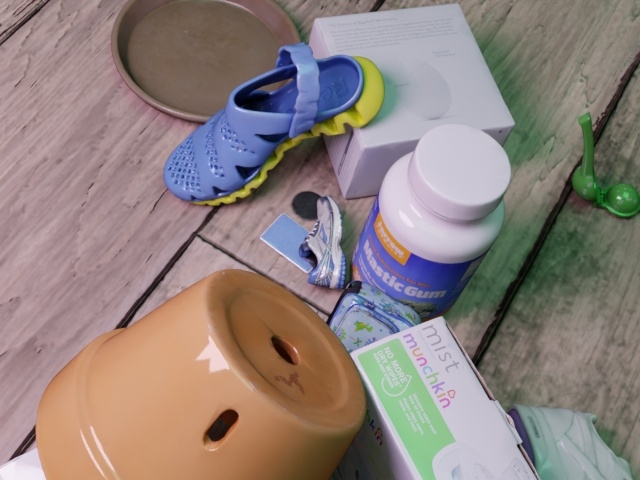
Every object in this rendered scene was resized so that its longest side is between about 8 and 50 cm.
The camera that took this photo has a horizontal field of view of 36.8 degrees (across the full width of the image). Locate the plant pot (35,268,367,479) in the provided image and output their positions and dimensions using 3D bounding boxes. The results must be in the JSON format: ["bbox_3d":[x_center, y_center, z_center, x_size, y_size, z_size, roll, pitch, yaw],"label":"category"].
[{"bbox_3d":[-0.093,0.165,0.930,0.290,0.203,0.291,37,22,-18],"label":"plant pot"}]

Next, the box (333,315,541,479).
[{"bbox_3d":[0.118,0.255,1.037,0.126,0.231,0.262,-19,66,-21],"label":"box"}]

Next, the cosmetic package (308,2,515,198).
[{"bbox_3d":[0.116,-0.199,1.357,0.223,0.138,0.225,-9,64,-16],"label":"cosmetic package"}]

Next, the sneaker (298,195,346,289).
[{"bbox_3d":[0.000,0.000,1.260,0.058,0.052,0.135,-2,60,-7],"label":"sneaker"}]

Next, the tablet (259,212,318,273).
[{"bbox_3d":[-0.034,0.004,1.285,0.083,0.006,0.054,36,60,11],"label":"tablet"}]

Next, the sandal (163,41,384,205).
[{"bbox_3d":[-0.081,-0.157,1.229,0.317,0.138,0.126,-32,63,17],"label":"sandal"}]

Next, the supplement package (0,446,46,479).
[{"bbox_3d":[-0.229,0.361,0.936,0.177,0.175,0.293,-28,68,-24],"label":"supplement package"}]

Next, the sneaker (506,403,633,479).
[{"bbox_3d":[0.312,0.314,1.092,0.152,0.114,0.305,1,49,-16],"label":"sneaker"}]

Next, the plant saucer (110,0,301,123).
[{"bbox_3d":[-0.164,-0.276,1.404,0.277,0.041,0.278,5,60,-8],"label":"plant saucer"}]

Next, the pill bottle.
[{"bbox_3d":[0.134,-0.017,1.175,0.152,0.272,0.152,5,59,-8],"label":"pill bottle"}]

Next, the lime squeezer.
[{"bbox_3d":[0.435,-0.084,1.382,0.310,0.110,0.059,30,35,-29],"label":"lime squeezer"}]

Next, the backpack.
[{"bbox_3d":[0.063,0.120,1.176,0.114,0.105,0.084,26,23,-4],"label":"backpack"}]
